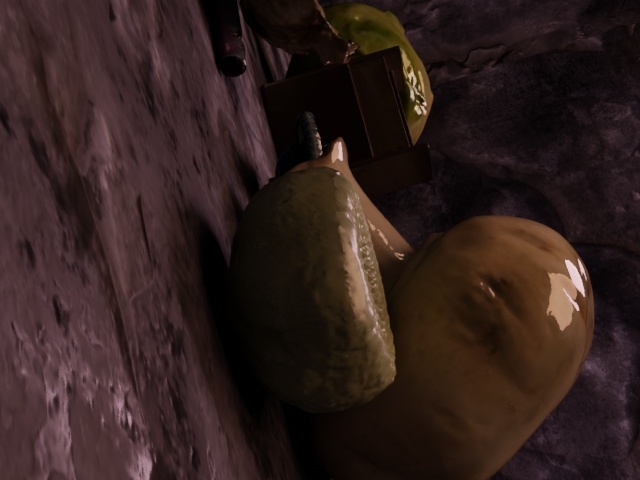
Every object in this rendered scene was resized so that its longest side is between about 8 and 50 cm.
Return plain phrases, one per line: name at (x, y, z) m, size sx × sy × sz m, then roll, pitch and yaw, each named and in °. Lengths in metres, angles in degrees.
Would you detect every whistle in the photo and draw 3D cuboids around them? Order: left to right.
whistle at (-0.108, -0.247, 1.190) m, size 0.176 × 0.033 × 0.033 m, roll -102°, pitch 173°, yaw -45°

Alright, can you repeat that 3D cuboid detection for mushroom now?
mushroom at (0.080, 0.068, 0.988) m, size 0.336 × 0.314 × 0.314 m, roll 49°, pitch 2°, yaw 6°

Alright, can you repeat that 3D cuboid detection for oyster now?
oyster at (-0.041, -0.337, 1.283) m, size 0.337 × 0.133 × 0.198 m, roll -99°, pitch 175°, yaw -58°

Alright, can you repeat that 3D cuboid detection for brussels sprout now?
brussels sprout at (0.051, -0.267, 1.767) m, size 0.294 × 0.259 × 0.227 m, roll 35°, pitch 35°, yaw -3°

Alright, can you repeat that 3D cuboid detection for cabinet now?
cabinet at (0.045, -0.159, 1.558) m, size 0.148 × 0.215 × 0.175 m, roll 61°, pitch 13°, yaw -70°

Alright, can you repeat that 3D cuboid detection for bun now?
bun at (-0.012, 0.040, 0.794) m, size 0.195 × 0.118 × 0.195 m, roll -14°, pitch 90°, yaw -80°

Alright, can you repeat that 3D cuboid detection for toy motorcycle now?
toy motorcycle at (0.000, 0.000, 1.159) m, size 0.169 × 0.113 × 0.315 m, roll -120°, pitch -160°, yaw -68°
